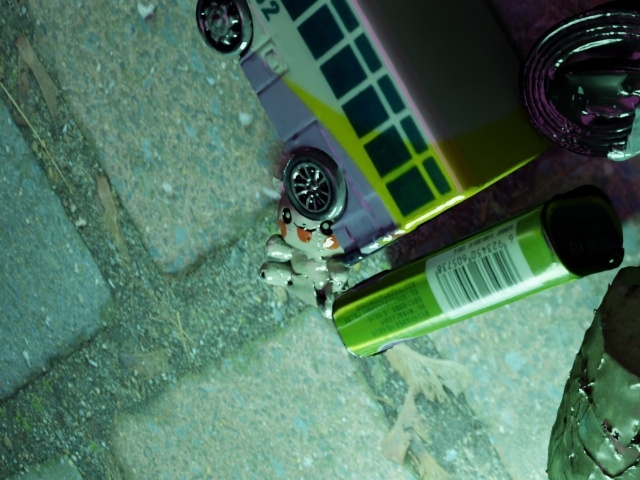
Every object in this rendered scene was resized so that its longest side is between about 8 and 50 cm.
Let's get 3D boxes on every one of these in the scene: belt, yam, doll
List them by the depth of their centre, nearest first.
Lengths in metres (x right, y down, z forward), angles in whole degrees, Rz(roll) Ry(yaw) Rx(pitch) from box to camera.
[{"bbox_3d":[0.296,-0.157,1.114,0.198,0.078,0.151,-5,104,42],"label":"belt"},{"bbox_3d":[0.345,0.176,1.160,0.202,0.201,0.271,29,121,29],"label":"yam"},{"bbox_3d":[0.000,0.000,1.450,0.149,0.095,0.192,24,123,25],"label":"doll"}]

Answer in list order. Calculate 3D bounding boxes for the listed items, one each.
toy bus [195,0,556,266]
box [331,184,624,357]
[{"bbox_3d":[0.041,-0.228,1.216,0.249,0.209,0.440,-30,88,46],"label":"toy bus"},{"bbox_3d":[0.170,0.043,1.287,0.345,0.134,0.097,-27,87,45],"label":"box"}]
